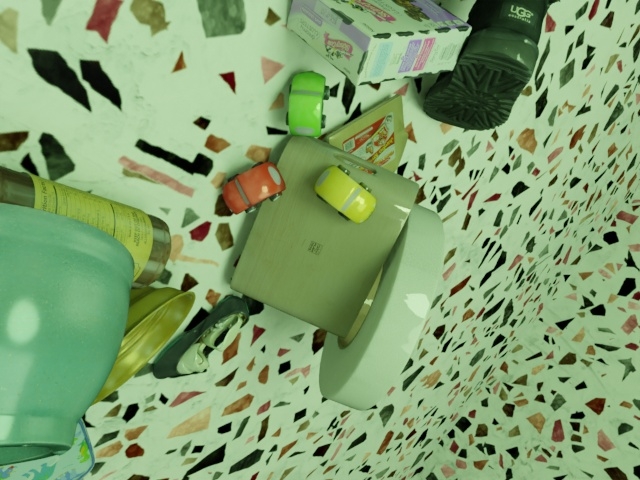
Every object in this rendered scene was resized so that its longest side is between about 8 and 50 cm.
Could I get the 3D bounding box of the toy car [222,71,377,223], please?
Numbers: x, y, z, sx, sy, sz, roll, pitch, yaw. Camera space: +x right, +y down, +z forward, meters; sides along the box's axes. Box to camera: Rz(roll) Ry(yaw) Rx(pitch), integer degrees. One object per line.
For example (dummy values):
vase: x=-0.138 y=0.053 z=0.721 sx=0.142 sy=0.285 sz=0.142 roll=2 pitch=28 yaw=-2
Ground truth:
toy car: x=-0.028 y=-0.141 z=0.781 sx=0.053 sy=0.239 sz=0.224 roll=-50 pitch=145 yaw=-84

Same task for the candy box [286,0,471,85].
candy box: x=0.080 y=-0.297 z=0.732 sx=0.196 sy=0.165 sz=0.070 roll=-21 pitch=146 yaw=-34

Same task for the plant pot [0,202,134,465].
plant pot: x=-0.336 y=0.116 z=0.517 sx=0.293 sy=0.196 sz=0.293 roll=-9 pitch=155 yaw=-4

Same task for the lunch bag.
lunch bag: x=-0.456 y=0.328 z=0.768 sx=0.219 sy=0.090 sz=0.176 roll=-23 pitch=134 yaw=-32

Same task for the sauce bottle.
sauce bottle: x=-0.336 y=-0.021 z=0.590 sx=0.344 sy=0.111 sz=0.111 roll=21 pitch=104 yaw=-50

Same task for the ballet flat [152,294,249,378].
ballet flat: x=-0.204 y=0.182 z=0.923 sx=0.203 sy=0.074 sz=0.074 roll=-43 pitch=142 yaw=-11

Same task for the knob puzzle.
knob puzzle: x=0.085 y=-0.154 z=0.975 sx=0.213 sy=0.030 sz=0.213 roll=-27 pitch=136 yaw=-29

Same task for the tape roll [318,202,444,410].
tape roll: x=0.102 y=0.111 z=0.965 sx=0.072 sy=0.392 sz=0.391 roll=22 pitch=109 yaw=-6

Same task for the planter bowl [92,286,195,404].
planter bowl: x=-0.287 y=0.126 z=0.746 sx=0.217 sy=0.090 sz=0.217 roll=-48 pitch=173 yaw=-8

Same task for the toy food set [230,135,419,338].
toy food set: x=0.000 y=0.000 z=0.888 sx=0.092 sy=0.220 sz=0.306 roll=-61 pitch=176 yaw=-70

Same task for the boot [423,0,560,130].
boot: x=0.331 y=-0.440 z=0.891 sx=0.367 sy=0.146 sz=0.444 roll=133 pitch=-25 yaw=-86
